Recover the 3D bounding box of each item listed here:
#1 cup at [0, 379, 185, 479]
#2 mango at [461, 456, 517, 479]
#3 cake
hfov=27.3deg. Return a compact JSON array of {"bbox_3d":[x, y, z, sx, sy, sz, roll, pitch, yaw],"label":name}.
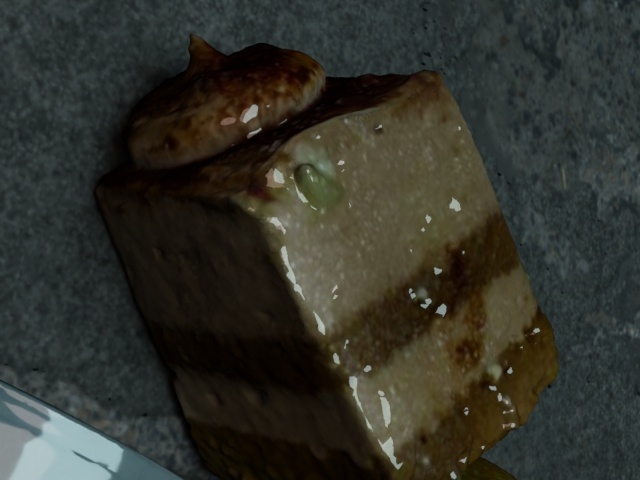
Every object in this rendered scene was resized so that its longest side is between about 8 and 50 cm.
[{"bbox_3d":[-0.233,0.204,0.573,0.331,0.257,0.311,40,66,-37],"label":"cup"},{"bbox_3d":[0.035,0.285,0.833,0.382,0.201,0.225,-50,144,-44],"label":"mango"},{"bbox_3d":[0.000,0.000,0.830,0.196,0.199,0.293,-32,110,-35],"label":"cake"}]
